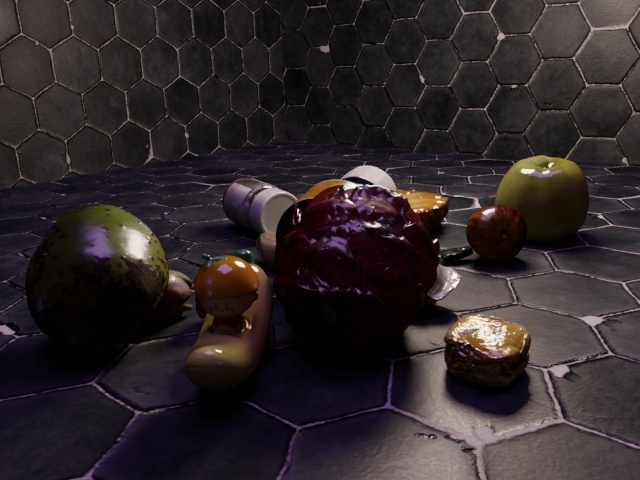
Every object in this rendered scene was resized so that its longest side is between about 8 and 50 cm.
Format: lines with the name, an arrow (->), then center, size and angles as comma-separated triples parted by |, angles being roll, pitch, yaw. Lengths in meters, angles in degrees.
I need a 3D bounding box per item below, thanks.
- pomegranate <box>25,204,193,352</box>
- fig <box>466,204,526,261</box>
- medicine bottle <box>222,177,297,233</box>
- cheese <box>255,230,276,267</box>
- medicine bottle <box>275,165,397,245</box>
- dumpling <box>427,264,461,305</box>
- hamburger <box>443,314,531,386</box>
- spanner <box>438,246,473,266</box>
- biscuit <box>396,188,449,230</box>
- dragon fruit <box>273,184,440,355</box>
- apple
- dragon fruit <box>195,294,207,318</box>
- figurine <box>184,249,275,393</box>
pomegranate -> -0.392, 0.091, 1.135 | 0.285, 0.285, 0.340 | 15, -6, 44
fig -> 0.472, -0.025, 1.517 | 0.149, 0.148, 0.202 | 9, 19, 29
medicine bottle -> -0.192, -0.104, 1.835 | 0.165, 0.165, 0.273 | -12, 21, -29
cheese -> -0.031, 0.018, 1.564 | 0.286, 0.082, 0.163 | -4, 18, -14
medicine bottle -> 0.056, -0.056, 1.438 | 0.242, 0.242, 0.395 | 4, 29, 19
dumpling -> 0.208, 0.100, 1.235 | 0.188, 0.108, 0.127 | 1, 41, 10
hamburger -> 0.280, 0.184, 0.972 | 0.138, 0.083, 0.147 | 15, 25, 34
spanner -> 0.257, 0.055, 1.466 | 0.325, 0.040, 0.095 | -11, 18, -24
biscuit -> 0.249, -0.088, 1.832 | 0.325, 0.107, 0.326 | -5, 16, 2
dragon fruit -> 0.063, 0.051, 1.076 | 0.329, 0.329, 0.329 | -2, 17, 1
apple -> 0.646, -0.117, 1.669 | 0.262, 0.262, 0.262 | -2, 17, 1
dragon fruit -> -0.200, 0.136, 1.198 | 0.147, 0.096, 0.102 | 31, 34, 4
figurine -> -0.152, 0.125, 0.977 | 0.124, 0.222, 0.324 | 2, 17, 4
